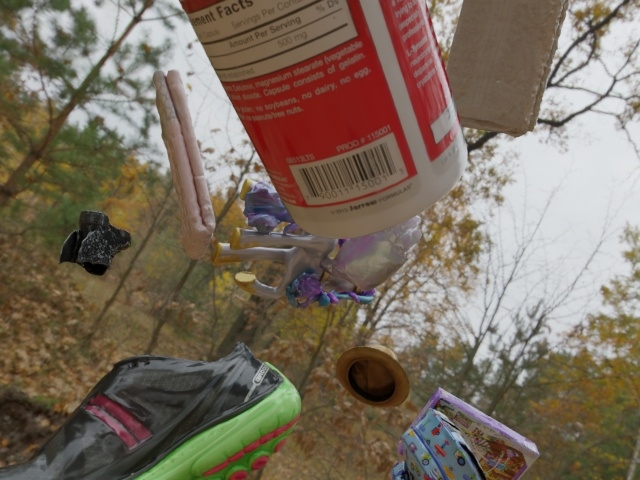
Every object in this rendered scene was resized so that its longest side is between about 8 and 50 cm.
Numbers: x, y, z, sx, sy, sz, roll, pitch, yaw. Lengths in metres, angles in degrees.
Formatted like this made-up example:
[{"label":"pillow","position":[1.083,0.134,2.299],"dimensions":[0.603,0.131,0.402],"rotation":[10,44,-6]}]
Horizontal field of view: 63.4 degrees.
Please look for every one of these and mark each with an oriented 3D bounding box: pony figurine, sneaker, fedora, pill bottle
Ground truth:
[{"label":"pony figurine","position":[0.000,0.000,1.055],"dimensions":[0.364,0.351,0.302],"rotation":[15,37,-21]},{"label":"sneaker","position":[-0.262,0.272,0.692],"dimensions":[0.202,0.483,0.185],"rotation":[48,-45,35]},{"label":"sneaker","position":[-0.331,0.014,0.774],"dimensions":[0.051,0.089,0.170],"rotation":[0,-18,-1]},{"label":"fedora","position":[0.131,0.310,1.234],"dimensions":[0.194,0.079,0.194],"rotation":[13,-55,19]},{"label":"pill bottle","position":[-0.006,-0.222,0.538],"dimensions":[0.229,0.229,0.407],"rotation":[15,-41,49]}]

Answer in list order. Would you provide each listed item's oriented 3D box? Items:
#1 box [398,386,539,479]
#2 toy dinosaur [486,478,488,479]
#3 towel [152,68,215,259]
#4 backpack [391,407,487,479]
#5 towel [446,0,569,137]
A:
[{"label":"box","position":[0.379,0.540,1.346],"dimensions":[0.293,0.200,0.057],"rotation":[31,15,0]},{"label":"toy dinosaur","position":[0.282,0.478,0.955],"dimensions":[0.064,0.118,0.268],"rotation":[-13,-46,44]},{"label":"towel","position":[-0.277,-0.131,1.047],"dimensions":[0.332,0.054,0.316],"rotation":[149,-72,-73]},{"label":"backpack","position":[0.166,0.334,0.720],"dimensions":[0.158,0.117,0.173],"rotation":[-129,-164,-70]},{"label":"towel","position":[0.316,-0.330,0.902],"dimensions":[0.187,0.282,0.049],"rotation":[23,15,40]}]
